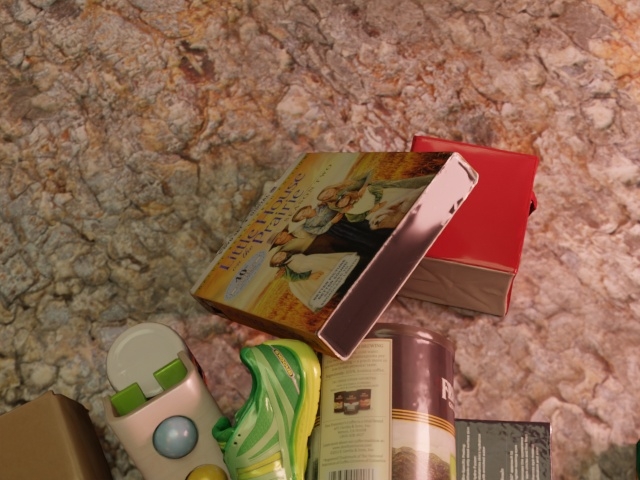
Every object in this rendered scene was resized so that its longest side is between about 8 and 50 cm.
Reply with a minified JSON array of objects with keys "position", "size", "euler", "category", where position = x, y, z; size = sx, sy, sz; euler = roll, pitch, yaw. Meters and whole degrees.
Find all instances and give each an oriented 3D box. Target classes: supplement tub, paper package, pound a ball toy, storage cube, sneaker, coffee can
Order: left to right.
[{"position":[-0.424,0.423,1.304],"size":[0.309,0.168,0.325],"euler":[-26,65,-5],"category":"paper package"},{"position":[-0.230,0.201,1.376],"size":[0.117,0.190,0.117],"euler":[-2,65,4],"category":"supplement tub"},{"position":[-0.180,0.337,1.241],"size":[0.208,0.136,0.319],"euler":[-30,110,-10],"category":"pound a ball toy"},{"position":[-0.078,0.267,1.183],"size":[0.123,0.109,0.296],"euler":[8,83,-13],"category":"sneaker"},{"position":[0.077,0.271,1.242],"size":[0.201,0.201,0.275],"euler":[0,63,6],"category":"coffee can"},{"position":[0.211,-0.019,1.442],"size":[0.215,0.184,0.193],"euler":[10,67,10],"category":"storage cube"}]

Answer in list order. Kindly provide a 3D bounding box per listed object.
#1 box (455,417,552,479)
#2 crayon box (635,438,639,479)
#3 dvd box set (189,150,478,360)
[{"position":[0.238,0.334,1.319],"size":[0.158,0.093,0.156],"euler":[2,64,6],"category":"box"},{"position":[0.505,0.403,1.266],"size":[0.165,0.081,0.278],"euler":[7,65,9],"category":"crayon box"},{"position":[0.000,0.000,1.364],"size":[0.308,0.062,0.420],"euler":[-52,25,-15],"category":"dvd box set"}]
